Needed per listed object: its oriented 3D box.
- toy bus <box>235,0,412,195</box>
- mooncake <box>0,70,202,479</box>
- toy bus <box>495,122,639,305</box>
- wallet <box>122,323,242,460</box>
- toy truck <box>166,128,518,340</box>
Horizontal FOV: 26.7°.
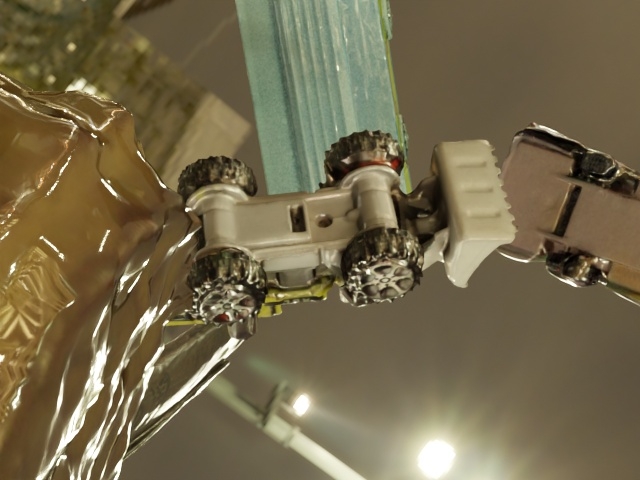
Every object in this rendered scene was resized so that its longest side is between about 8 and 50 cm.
[{"bbox_3d":[0.013,-0.151,1.484,0.152,0.312,0.190,-8,-169,9],"label":"toy bus"},{"bbox_3d":[-0.177,0.075,0.476,0.324,0.187,0.324,24,90,-85],"label":"mooncake"},{"bbox_3d":[0.286,0.012,1.026,0.317,0.138,0.112,26,-83,33],"label":"toy bus"},{"bbox_3d":[-0.165,0.160,1.355,0.170,0.044,0.321,-57,168,30],"label":"wallet"},{"bbox_3d":[0.000,0.000,1.026,0.286,0.111,0.136,-8,-129,-1],"label":"toy truck"}]
